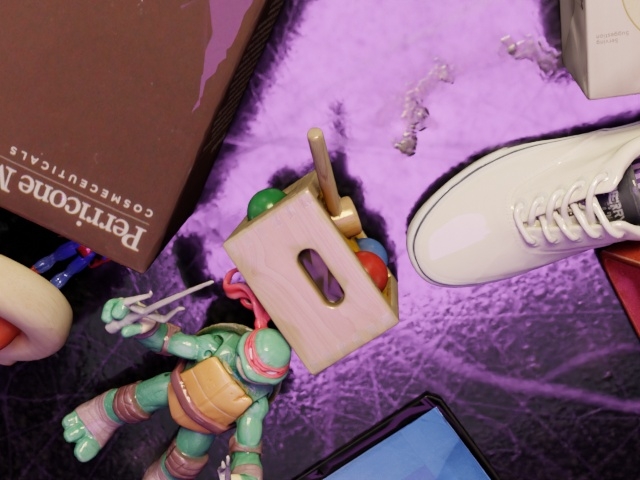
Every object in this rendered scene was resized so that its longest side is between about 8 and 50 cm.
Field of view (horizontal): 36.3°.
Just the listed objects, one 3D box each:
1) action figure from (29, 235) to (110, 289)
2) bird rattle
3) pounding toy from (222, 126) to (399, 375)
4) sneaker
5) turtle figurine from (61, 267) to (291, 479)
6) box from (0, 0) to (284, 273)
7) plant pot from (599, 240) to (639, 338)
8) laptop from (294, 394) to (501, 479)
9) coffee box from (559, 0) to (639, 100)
[{"bbox_3d":[-0.184,0.008,0.751,0.115,0.030,0.038,-32,102,12],"label":"action figure"},{"bbox_3d":[-0.272,0.024,0.684,0.207,0.143,0.253,24,143,-27],"label":"bird rattle"},{"bbox_3d":[0.000,0.000,0.684,0.100,0.130,0.141,-33,98,10],"label":"pounding toy"},{"bbox_3d":[0.181,-0.032,0.683,0.258,0.091,0.094,-23,99,9],"label":"sneaker"},{"bbox_3d":[-0.088,0.118,0.701,0.234,0.118,0.175,-41,78,41],"label":"turtle figurine"},{"bbox_3d":[-0.113,-0.194,0.626,0.191,0.143,0.381,25,111,-3],"label":"box"},{"bbox_3d":[0.382,0.078,0.620,0.235,0.267,0.267,-30,99,-3],"label":"plant pot"},{"bbox_3d":[0.069,0.301,0.739,0.234,0.264,0.136,-35,134,11],"label":"laptop"},{"bbox_3d":[0.285,-0.184,0.628,0.246,0.098,0.141,-6,115,6],"label":"coffee box"}]
